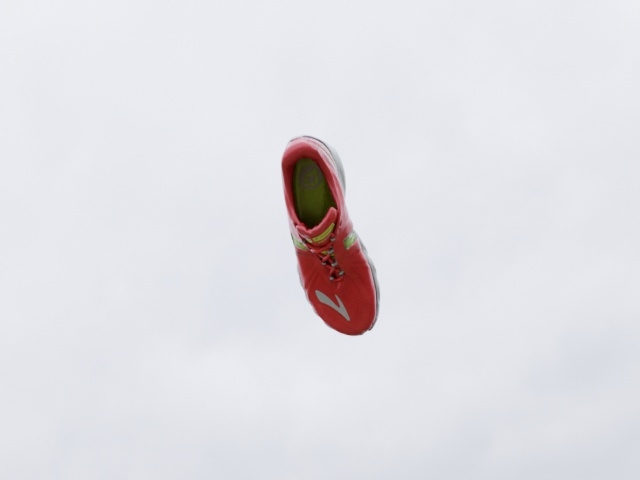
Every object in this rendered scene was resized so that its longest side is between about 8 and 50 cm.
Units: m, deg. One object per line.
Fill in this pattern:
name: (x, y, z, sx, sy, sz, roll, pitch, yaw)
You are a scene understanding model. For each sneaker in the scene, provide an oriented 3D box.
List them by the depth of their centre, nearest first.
sneaker: (0.000, 0.000, 0.993, 0.108, 0.278, 0.118, -18, 4, 9)
